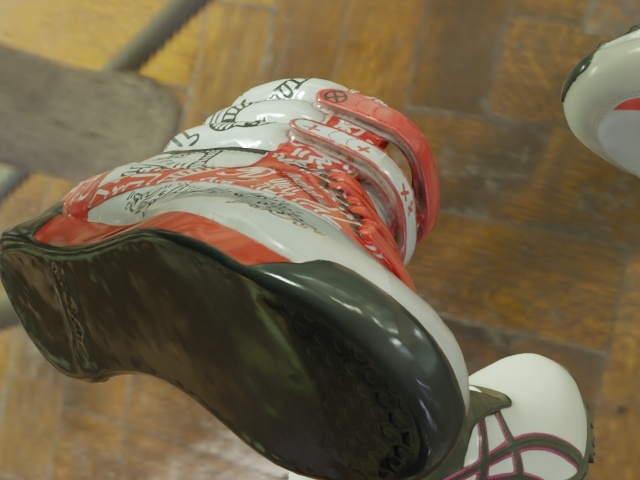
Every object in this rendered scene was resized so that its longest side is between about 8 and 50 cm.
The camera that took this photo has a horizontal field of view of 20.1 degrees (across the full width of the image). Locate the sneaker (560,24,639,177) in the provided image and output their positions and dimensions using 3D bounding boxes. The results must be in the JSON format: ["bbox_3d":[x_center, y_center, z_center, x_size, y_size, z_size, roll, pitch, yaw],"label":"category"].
[{"bbox_3d":[0.149,-0.011,0.543,0.075,0.161,0.057,-78,12,-45],"label":"sneaker"}]

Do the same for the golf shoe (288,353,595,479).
[{"bbox_3d":[0.074,0.114,1.008,0.105,0.273,0.120,5,115,32],"label":"golf shoe"}]

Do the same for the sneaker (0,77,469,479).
[{"bbox_3d":[-0.001,-0.001,0.632,0.270,0.145,0.090,8,125,58],"label":"sneaker"}]
